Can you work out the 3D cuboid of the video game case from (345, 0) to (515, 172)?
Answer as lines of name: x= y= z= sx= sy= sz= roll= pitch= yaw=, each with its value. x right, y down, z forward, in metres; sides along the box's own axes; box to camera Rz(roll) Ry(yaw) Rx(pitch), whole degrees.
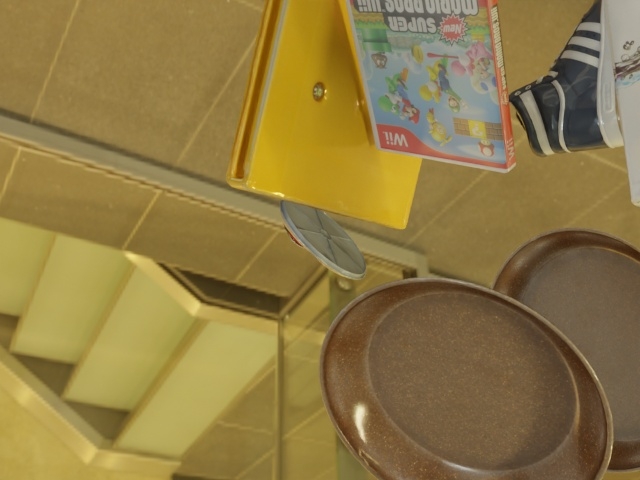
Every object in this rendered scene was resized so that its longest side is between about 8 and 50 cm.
video game case: x=0.122 y=-0.223 z=0.932 sx=0.204 sy=0.025 sz=0.285 roll=17 pitch=133 yaw=42

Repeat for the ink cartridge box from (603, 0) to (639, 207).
ink cartridge box: x=0.377 y=-0.161 z=0.679 sx=0.197 sy=0.270 sz=0.198 roll=-13 pitch=164 yaw=41

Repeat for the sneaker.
sneaker: x=0.346 y=-0.234 z=1.091 sx=0.153 sy=0.282 sz=0.099 roll=-13 pitch=141 yaw=37

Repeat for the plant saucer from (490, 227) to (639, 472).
plant saucer: x=0.344 y=0.134 z=1.013 sx=0.050 sy=0.310 sz=0.310 roll=-10 pitch=154 yaw=-40

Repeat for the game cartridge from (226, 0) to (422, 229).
game cartridge: x=0.034 y=-0.177 z=1.066 sx=0.053 sy=0.285 sz=0.324 roll=13 pitch=180 yaw=42

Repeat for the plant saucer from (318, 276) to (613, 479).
plant saucer: x=0.095 y=0.105 z=0.539 sx=0.199 sy=0.036 sz=0.198 roll=12 pitch=121 yaw=21

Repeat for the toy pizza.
toy pizza: x=0.000 y=0.000 z=1.418 sx=0.201 sy=0.201 sz=0.032 roll=30 pitch=113 yaw=-35
